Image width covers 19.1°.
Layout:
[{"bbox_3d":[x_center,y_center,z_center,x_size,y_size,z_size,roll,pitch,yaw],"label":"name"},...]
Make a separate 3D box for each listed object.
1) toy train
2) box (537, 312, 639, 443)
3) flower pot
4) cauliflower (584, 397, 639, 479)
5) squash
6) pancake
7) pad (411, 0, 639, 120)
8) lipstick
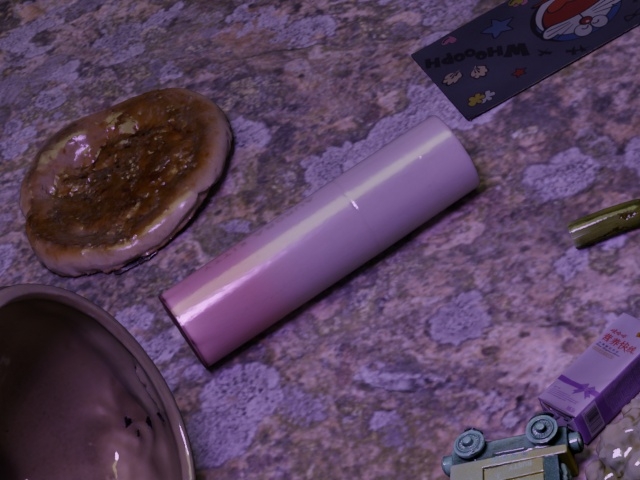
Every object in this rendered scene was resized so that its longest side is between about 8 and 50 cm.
[{"bbox_3d":[0.158,0.190,1.573,0.122,0.050,0.081,-13,44,18],"label":"toy train"},{"bbox_3d":[0.242,0.116,1.617,0.117,0.036,0.051,-43,40,-20],"label":"box"},{"bbox_3d":[-0.281,0.208,1.646,0.244,0.307,0.307,-28,33,30],"label":"flower pot"},{"bbox_3d":[0.350,0.155,1.320,0.327,0.260,0.281,6,49,8],"label":"cauliflower"},{"bbox_3d":[0.272,-0.018,1.767,0.083,0.027,0.027,-21,37,10],"label":"squash"},{"bbox_3d":[-0.217,-0.072,2.124,0.282,0.049,0.282,-17,41,15],"label":"pancake"},{"bbox_3d":[0.234,-0.225,2.057,0.245,0.006,0.170,-29,37,-3],"label":"pad"},{"bbox_3d":[0.000,0.000,1.866,0.327,0.087,0.087,-34,37,-7],"label":"lipstick"}]
